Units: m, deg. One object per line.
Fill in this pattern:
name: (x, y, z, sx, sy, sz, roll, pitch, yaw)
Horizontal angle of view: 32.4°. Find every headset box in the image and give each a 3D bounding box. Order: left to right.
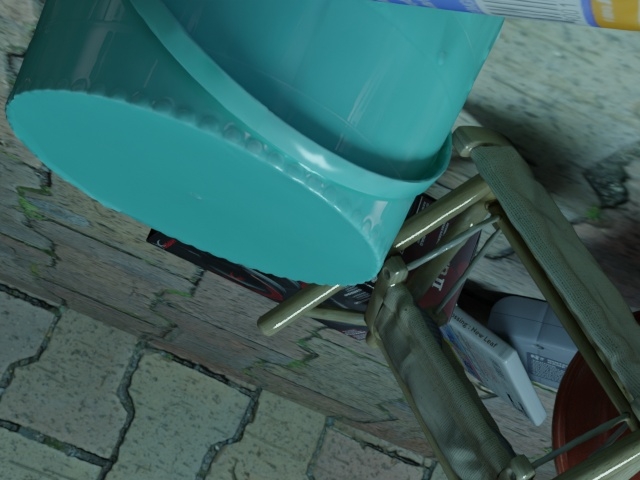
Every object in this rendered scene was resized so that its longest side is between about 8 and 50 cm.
headset box: (0.000, 0.000, 1.091, 0.293, 0.110, 0.218, 26, 163, -16)

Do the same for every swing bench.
swing bench: (0.129, 0.094, 0.845, 0.255, 0.253, 0.165, -43, 148, 26)

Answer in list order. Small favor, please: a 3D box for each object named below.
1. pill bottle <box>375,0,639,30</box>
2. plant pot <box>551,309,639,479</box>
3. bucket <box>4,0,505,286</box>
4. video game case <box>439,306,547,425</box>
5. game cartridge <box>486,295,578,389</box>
pill bottle: (0.002, -0.161, 0.371, 0.272, 0.152, 0.152, 12, 162, 21)
plant pot: (0.365, 0.145, 0.873, 0.272, 0.272, 0.265, 23, 156, -5)
bucket: (-0.042, -0.104, 0.673, 0.281, 0.183, 0.281, 20, 164, 6)
video game case: (0.169, 0.120, 1.285, 0.193, 0.023, 0.212, 37, 171, 33)
game cartridge: (0.334, 0.142, 1.235, 0.294, 0.060, 0.196, 17, 167, 17)
